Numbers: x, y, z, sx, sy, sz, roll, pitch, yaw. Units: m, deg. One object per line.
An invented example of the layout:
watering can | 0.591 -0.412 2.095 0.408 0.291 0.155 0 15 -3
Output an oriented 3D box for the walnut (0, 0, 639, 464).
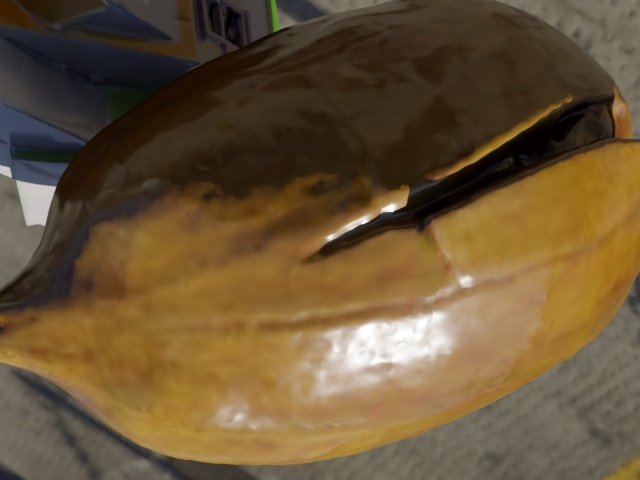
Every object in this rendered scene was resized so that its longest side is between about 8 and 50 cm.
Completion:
walnut | 0.000 0.000 0.758 0.209 0.336 0.209 45 144 48

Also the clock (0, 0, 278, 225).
clock | -0.159 -0.144 0.825 0.166 0.235 0.309 -15 161 24
